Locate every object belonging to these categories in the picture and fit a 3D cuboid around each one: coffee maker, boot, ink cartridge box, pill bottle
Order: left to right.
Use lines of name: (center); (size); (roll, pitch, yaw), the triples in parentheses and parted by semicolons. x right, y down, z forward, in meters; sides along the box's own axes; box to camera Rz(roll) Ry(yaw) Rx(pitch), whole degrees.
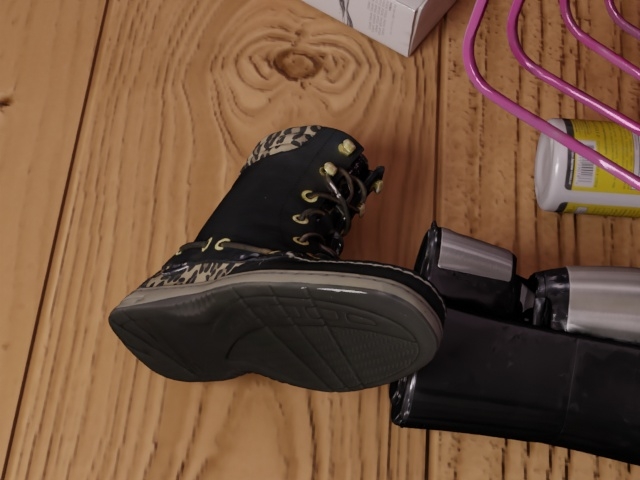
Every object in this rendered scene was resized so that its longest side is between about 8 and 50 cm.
boot: (-0.002, -0.001, 0.793); (0.236, 0.085, 0.178); (-6, 39, 43)
ink cartridge box: (0.038, -0.212, 1.006); (0.135, 0.056, 0.099); (31, 60, 15)
coffee maker: (0.132, 0.085, 0.782); (0.178, 0.120, 0.171); (8, 57, 1)
pill bottle: (0.208, -0.048, 0.909); (0.116, 0.065, 0.065); (5, 56, -3)

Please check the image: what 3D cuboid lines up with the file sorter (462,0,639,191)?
file sorter: (0.252, -0.175, 0.866); (0.182, 0.202, 0.291); (36, 37, 23)
